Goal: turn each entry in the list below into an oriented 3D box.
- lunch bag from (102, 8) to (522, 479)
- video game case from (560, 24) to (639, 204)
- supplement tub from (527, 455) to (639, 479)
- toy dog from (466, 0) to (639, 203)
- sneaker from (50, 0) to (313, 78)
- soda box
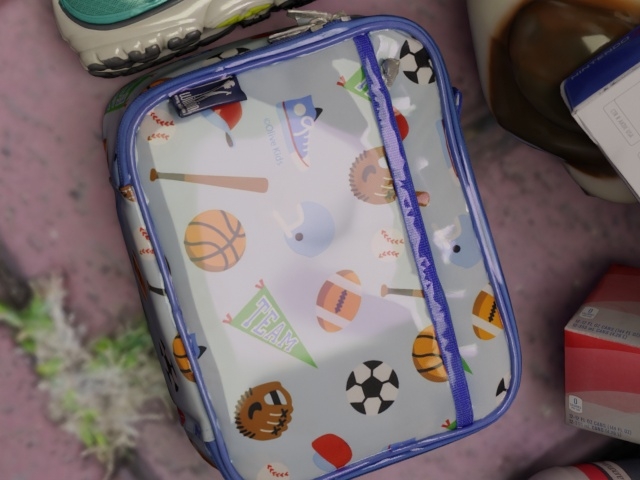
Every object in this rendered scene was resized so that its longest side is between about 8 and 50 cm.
[{"bbox_3d":[0.000,0.000,1.283,0.243,0.115,0.303,-17,101,-12],"label":"lunch bag"},{"bbox_3d":[0.315,-0.068,1.116,0.269,0.061,0.244,-35,109,13],"label":"video game case"},{"bbox_3d":[0.276,0.233,1.327,0.272,0.191,0.191,-5,98,-12],"label":"supplement tub"},{"bbox_3d":[0.293,-0.162,1.226,0.408,0.284,0.395,-22,130,6],"label":"toy dog"},{"bbox_3d":[-0.043,-0.198,1.258,0.275,0.107,0.110,-22,92,-9],"label":"sneaker"},{"bbox_3d":[0.294,0.096,1.283,0.263,0.092,0.083,13,126,26],"label":"soda box"}]
